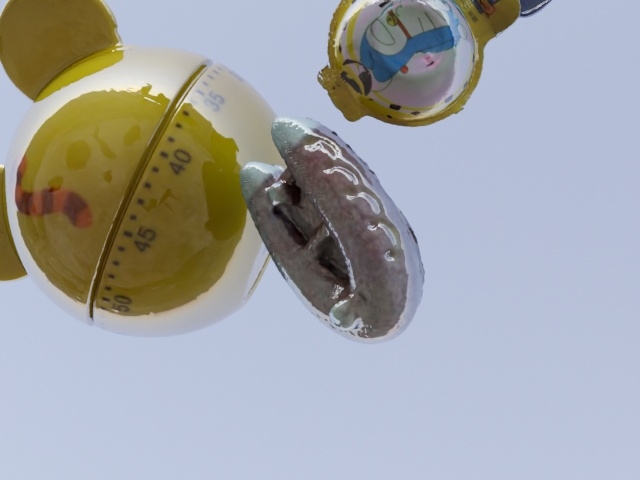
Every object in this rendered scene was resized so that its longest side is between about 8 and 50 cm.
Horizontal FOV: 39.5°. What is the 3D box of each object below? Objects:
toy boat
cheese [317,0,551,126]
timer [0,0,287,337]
[{"bbox_3d":[0.000,0.000,0.829,0.227,0.085,0.155,54,-42,9],"label":"toy boat"},{"bbox_3d":[0.110,-0.201,0.839,0.250,0.064,0.156,-36,-91,-13],"label":"cheese"},{"bbox_3d":[-0.230,-0.075,1.038,0.387,0.376,0.376,24,-70,0],"label":"timer"}]
